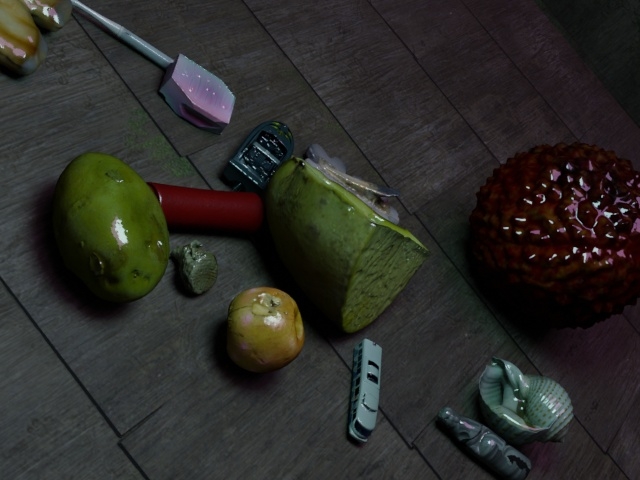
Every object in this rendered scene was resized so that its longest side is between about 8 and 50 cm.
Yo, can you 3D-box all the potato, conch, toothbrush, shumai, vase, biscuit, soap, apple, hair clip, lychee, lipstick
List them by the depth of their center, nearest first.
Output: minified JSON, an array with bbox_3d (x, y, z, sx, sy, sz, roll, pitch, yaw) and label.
[{"bbox_3d":[-0.318,-0.023,1.586,0.186,0.148,0.253,-3,61,-45],"label":"potato"},{"bbox_3d":[-0.088,0.145,1.677,0.146,0.146,0.146,27,41,-27],"label":"apple"},{"bbox_3d":[-0.218,0.042,1.718,0.080,0.082,0.083,21,11,27],"label":"shumai"},{"bbox_3d":[-0.576,-0.418,1.748,0.291,0.062,0.237,33,40,-21],"label":"biscuit"},{"bbox_3d":[-0.207,-0.054,1.787,0.241,0.080,0.080,3,55,-44],"label":"lipstick"},{"bbox_3d":[0.000,0.000,1.876,0.280,0.213,0.330,39,6,22],"label":"potato"},{"bbox_3d":[0.302,0.378,1.938,0.211,0.060,0.060,39,37,-14],"label":"vase"},{"bbox_3d":[-0.363,-0.380,1.960,0.342,0.030,0.025,30,41,-24],"label":"toothbrush"},{"bbox_3d":[-0.230,-0.273,1.969,0.149,0.056,0.100,31,52,-24],"label":"soap"},{"bbox_3d":[0.392,0.329,2.021,0.172,0.131,0.200,-34,54,-28],"label":"conch"},{"bbox_3d":[0.069,-0.109,2.136,0.257,0.075,0.146,26,39,-19],"label":"hair clip"},{"bbox_3d":[0.531,-0.013,2.253,0.424,0.424,0.500,47,12,-2],"label":"lychee"}]

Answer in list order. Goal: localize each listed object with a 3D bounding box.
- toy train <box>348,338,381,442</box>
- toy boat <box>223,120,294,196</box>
[{"bbox_3d":[0.079,0.264,1.823,0.043,0.047,0.207,32,38,-20],"label":"toy train"},{"bbox_3d":[-0.105,-0.170,1.982,0.093,0.103,0.246,40,34,-7],"label":"toy boat"}]
